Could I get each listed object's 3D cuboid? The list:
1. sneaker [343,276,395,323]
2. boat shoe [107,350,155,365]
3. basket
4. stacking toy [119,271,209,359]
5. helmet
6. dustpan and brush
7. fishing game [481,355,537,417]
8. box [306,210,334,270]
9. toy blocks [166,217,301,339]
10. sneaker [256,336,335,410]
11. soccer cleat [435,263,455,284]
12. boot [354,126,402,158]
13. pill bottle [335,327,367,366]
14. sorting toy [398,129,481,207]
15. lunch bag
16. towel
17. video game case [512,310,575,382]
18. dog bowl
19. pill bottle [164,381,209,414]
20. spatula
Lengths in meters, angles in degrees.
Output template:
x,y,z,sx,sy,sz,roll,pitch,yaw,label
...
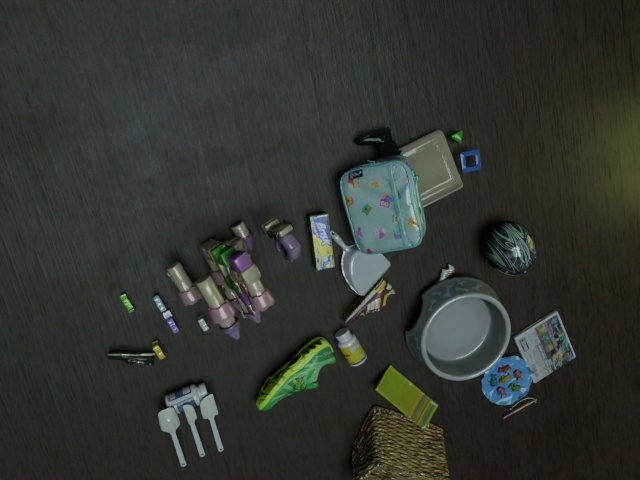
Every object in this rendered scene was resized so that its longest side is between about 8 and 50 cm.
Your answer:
x,y,z,sx,sy,sz,roll,pitch,yaw,label
0.155,0.205,1.875,0.084,0.069,0.185,43,90,-17,sneaker
-0.545,0.339,1.725,0.133,0.049,0.042,6,92,-21,boat shoe
0.254,0.727,1.999,0.299,0.223,0.213,21,128,-18,basket
-0.444,0.211,1.724,0.167,0.052,0.221,-30,107,-7,stacking toy
0.601,0.022,1.906,0.169,0.161,0.169,-3,102,-14,helmet
0.102,0.048,1.841,0.147,0.060,0.211,-46,116,-15,dustpan and brush
0.652,0.491,2.077,0.189,0.041,0.264,-29,106,0,fishing game
0.000,0.000,1.798,0.059,0.054,0.168,-11,103,-13,box
-0.203,0.123,1.646,0.309,0.289,0.260,-36,114,-23,toy blocks
-0.072,0.428,1.839,0.295,0.109,0.123,-41,104,-4,sneaker
0.399,0.112,1.944,0.083,0.029,0.035,-43,94,-2,soccer cleat
0.173,-0.274,1.775,0.121,0.045,0.099,-20,86,-8,boot
0.093,0.333,1.887,0.065,0.065,0.116,-32,107,-7,pill bottle
0.321,-0.215,1.843,0.348,0.047,0.196,-27,103,-6,sorting toy
0.188,-0.107,1.744,0.224,0.108,0.279,-8,105,26,lunch bag
0.287,0.517,1.979,0.237,0.021,0.102,42,64,-17,towel
0.786,0.373,2.104,0.183,0.023,0.201,-30,106,-7,video game case
0.453,0.295,1.939,0.349,0.102,0.348,-4,108,-12,dog bowl
-0.395,0.468,1.783,0.120,0.067,0.067,-21,106,-10,pill bottle
-0.381,0.574,1.800,0.168,0.019,0.242,-18,124,-18,spatula
